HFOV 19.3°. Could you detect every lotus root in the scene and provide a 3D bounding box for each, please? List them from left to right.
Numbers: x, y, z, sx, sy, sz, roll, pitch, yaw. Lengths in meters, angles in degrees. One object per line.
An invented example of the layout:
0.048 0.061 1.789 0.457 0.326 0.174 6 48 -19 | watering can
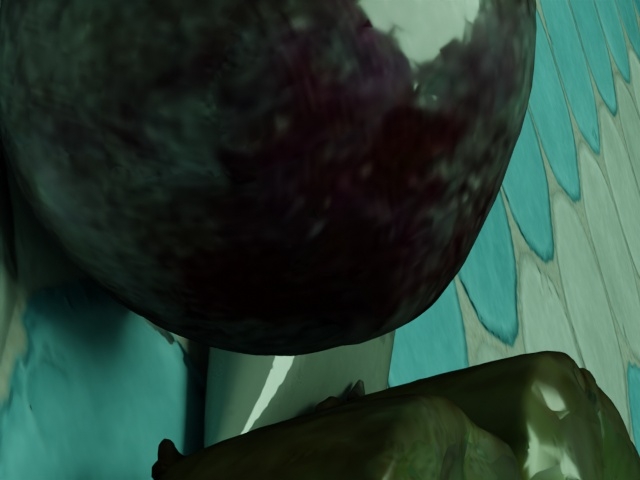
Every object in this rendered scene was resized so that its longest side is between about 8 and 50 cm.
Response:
0.050 0.221 0.641 0.390 0.111 0.374 -35 115 -65 | lotus root

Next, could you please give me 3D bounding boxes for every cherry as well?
-0.016 -0.056 0.626 0.195 0.195 0.195 -16 90 -74 | cherry

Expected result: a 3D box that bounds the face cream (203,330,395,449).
0.000 0.000 0.794 0.143 0.089 0.314 54 34 -54 | face cream
